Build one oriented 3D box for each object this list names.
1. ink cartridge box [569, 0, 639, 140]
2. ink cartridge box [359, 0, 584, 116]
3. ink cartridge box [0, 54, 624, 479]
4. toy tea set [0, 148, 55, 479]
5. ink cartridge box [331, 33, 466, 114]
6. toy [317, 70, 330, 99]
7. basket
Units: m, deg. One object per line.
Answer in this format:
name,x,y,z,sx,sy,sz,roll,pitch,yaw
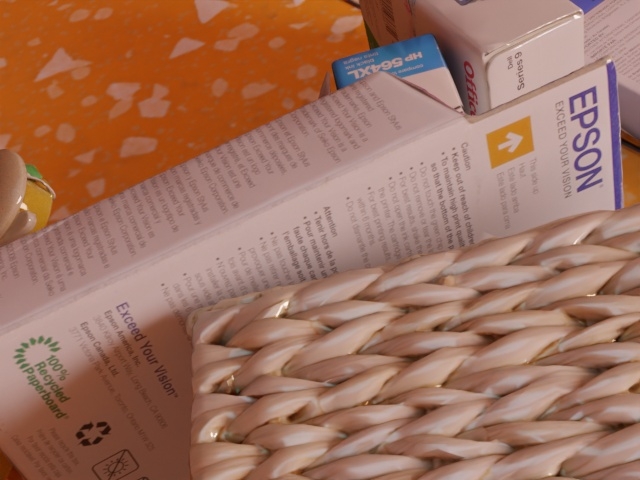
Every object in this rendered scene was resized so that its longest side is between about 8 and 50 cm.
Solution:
ink cartridge box,0.324,-0.147,0.892,0.186,0.065,0.311,-36,50,-16
ink cartridge box,0.120,-0.155,0.898,0.093,0.154,0.212,-26,45,-10
ink cartridge box,0.009,0.072,0.605,0.330,0.324,0.071,-25,46,-7
toy tea set,-0.241,0.053,0.877,0.200,0.124,0.336,-44,47,17
ink cartridge box,0.076,-0.027,0.798,0.086,0.148,0.203,-14,45,2
toy,0.000,0.000,0.831,0.056,0.137,0.237,11,48,-13
basket,0.135,0.177,0.470,0.331,0.328,0.266,-14,44,5
